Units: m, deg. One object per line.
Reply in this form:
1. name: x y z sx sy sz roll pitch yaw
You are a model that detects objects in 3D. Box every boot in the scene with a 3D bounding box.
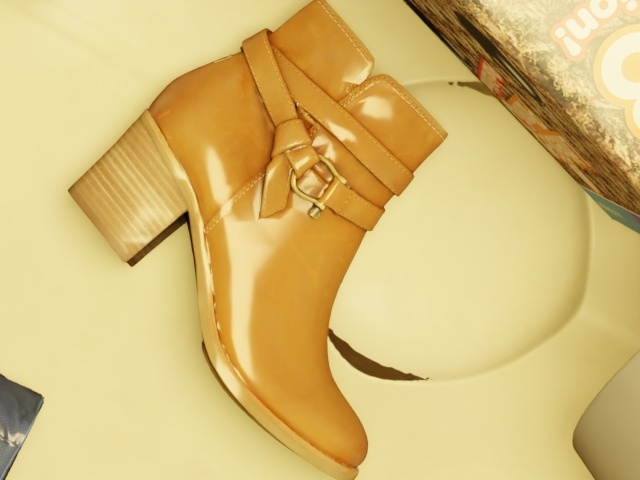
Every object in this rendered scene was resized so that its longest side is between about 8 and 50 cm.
1. boot: 0.000 0.000 0.842 0.152 0.073 0.197 -39 99 -2

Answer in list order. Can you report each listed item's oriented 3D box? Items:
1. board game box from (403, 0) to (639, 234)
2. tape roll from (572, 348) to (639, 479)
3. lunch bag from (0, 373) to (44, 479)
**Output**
1. board game box: 0.096 -0.144 0.749 0.141 0.232 0.291 -44 96 3
2. tape roll: 0.217 0.056 0.780 0.219 0.219 0.072 -33 69 1
3. lunch bag: -0.174 0.095 0.844 0.065 0.067 0.098 26 95 -6
